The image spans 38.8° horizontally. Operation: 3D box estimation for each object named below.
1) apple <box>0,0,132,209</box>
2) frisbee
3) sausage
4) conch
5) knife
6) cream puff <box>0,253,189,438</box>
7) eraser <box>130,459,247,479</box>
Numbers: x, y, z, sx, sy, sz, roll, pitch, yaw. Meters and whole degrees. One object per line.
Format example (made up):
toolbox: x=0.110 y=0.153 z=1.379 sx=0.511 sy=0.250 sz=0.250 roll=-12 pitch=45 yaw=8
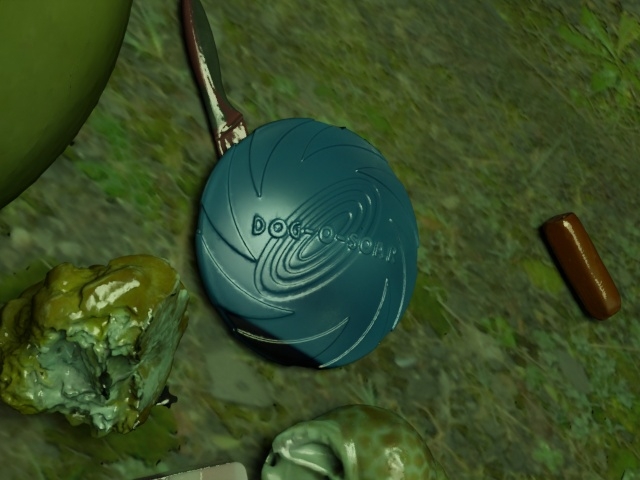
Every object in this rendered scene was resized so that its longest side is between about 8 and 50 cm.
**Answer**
apple: x=-0.285 y=-0.170 z=0.570 sx=0.357 sy=0.357 sz=0.357 roll=6 pitch=78 yaw=-27
frisbee: x=0.000 y=0.000 z=0.852 sx=0.242 sy=0.045 sz=0.242 roll=5 pitch=80 yaw=-28
sausage: x=0.293 y=0.030 z=1.011 sx=0.131 sy=0.041 sz=0.039 roll=59 pitch=39 yaw=-7
conch: x=0.035 y=0.203 z=0.804 sx=0.173 sy=0.106 sz=0.116 roll=-10 pitch=74 yaw=-5
knife: x=-0.089 y=-0.115 z=0.850 sx=0.035 sy=0.018 sz=0.247 roll=-16 pitch=91 yaw=-33
cream puff: x=-0.179 y=0.070 z=0.702 sx=0.156 sy=0.156 sz=0.121 roll=28 pitch=38 yaw=-21
eraser: x=-0.111 y=0.225 z=0.765 sx=0.105 sy=0.026 sz=0.065 roll=-4 pitch=85 yaw=-29
